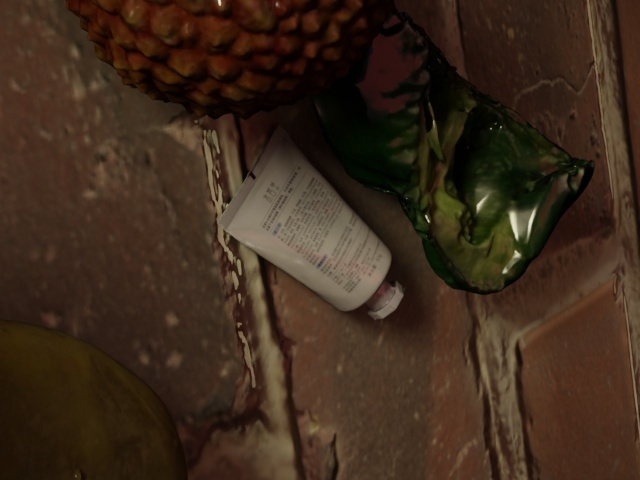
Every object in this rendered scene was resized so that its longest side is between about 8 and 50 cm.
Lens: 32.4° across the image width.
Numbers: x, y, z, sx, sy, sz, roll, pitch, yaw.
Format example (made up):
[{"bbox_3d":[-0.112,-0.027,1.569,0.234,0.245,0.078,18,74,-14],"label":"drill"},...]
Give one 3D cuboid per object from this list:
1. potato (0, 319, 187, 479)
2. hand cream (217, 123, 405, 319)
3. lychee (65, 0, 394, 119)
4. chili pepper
[{"bbox_3d":[-0.177,0.126,0.467,0.296,0.141,0.192,8,83,-45],"label":"potato"},{"bbox_3d":[0.000,0.000,0.730,0.142,0.053,0.084,41,60,-23],"label":"hand cream"},{"bbox_3d":[-0.051,-0.158,0.561,0.188,0.188,0.188,-2,93,-47],"label":"lychee"},{"bbox_3d":[0.069,-0.077,0.763,0.264,0.116,0.148,42,73,-39],"label":"chili pepper"}]
